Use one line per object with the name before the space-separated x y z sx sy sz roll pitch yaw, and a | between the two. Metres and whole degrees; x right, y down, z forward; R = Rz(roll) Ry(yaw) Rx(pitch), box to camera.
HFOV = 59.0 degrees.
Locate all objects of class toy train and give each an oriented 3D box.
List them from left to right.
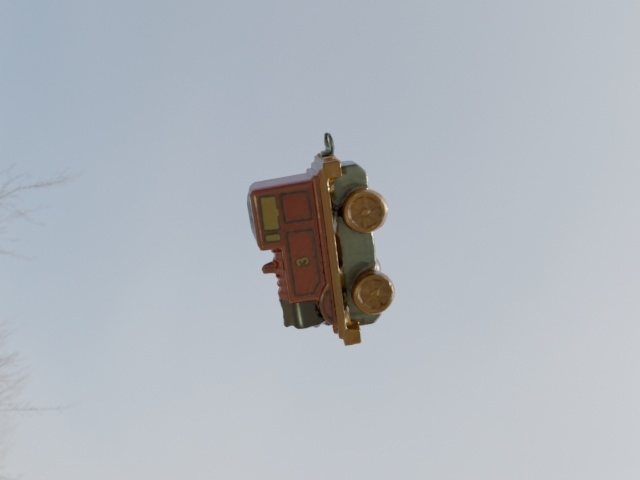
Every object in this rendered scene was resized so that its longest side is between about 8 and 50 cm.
toy train | 0.000 0.000 0.999 0.231 0.163 0.370 -8 -77 -2
